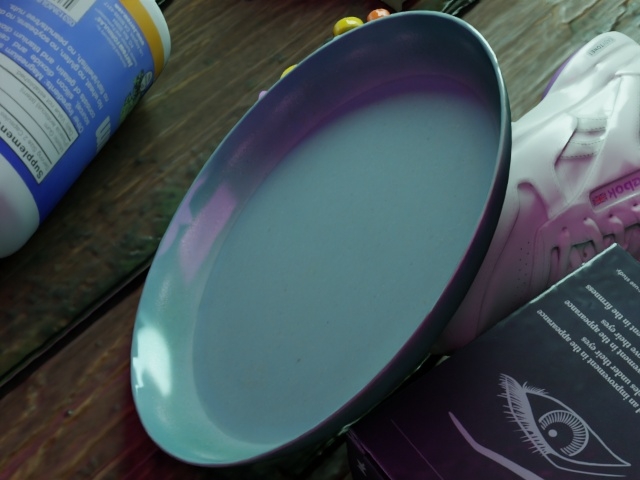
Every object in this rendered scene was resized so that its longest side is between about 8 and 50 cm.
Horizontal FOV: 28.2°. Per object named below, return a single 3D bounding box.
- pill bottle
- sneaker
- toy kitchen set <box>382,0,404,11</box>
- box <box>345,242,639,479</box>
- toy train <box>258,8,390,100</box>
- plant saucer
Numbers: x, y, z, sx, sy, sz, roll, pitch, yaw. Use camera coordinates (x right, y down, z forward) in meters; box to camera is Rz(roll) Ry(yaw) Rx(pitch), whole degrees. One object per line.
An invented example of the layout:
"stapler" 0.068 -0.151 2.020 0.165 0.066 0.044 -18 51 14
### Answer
"pill bottle" -0.239 -0.084 0.909 0.152 0.152 0.272 22 61 21
"sneaker" 0.175 -0.026 0.818 0.152 0.114 0.305 30 55 22
"toy kitchen set" 0.057 -0.247 1.031 0.068 0.075 0.083 -40 63 -21
"box" 0.141 0.128 0.730 0.207 0.108 0.153 -32 56 -14
"toy train" 0.028 -0.096 0.949 0.125 0.046 0.166 31 67 25
"plant saucer" 0.000 0.000 0.789 0.317 0.043 0.318 -34 37 31
